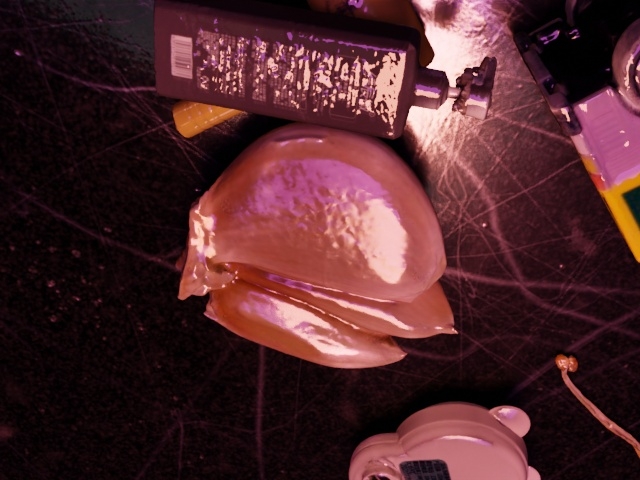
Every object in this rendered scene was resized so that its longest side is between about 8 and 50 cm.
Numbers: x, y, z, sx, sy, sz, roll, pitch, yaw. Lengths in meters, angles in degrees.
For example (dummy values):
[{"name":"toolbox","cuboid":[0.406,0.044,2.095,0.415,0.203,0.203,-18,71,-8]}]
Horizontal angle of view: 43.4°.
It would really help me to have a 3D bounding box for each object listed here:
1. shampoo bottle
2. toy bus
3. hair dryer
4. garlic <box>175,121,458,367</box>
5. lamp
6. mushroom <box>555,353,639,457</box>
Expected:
[{"name":"shampoo bottle","cuboid":[0.002,-0.156,0.738,0.310,0.071,0.098,12,125,7]},{"name":"toy bus","cuboid":[0.433,-0.183,0.724,0.440,0.209,0.249,-28,117,17]},{"name":"hair dryer","cuboid":[-0.039,-0.186,0.816,0.279,0.090,0.135,-22,118,20]},{"name":"garlic","cuboid":[0.000,0.001,0.890,0.325,0.132,0.279,9,121,-1]},{"name":"lamp","cuboid":[0.159,0.291,1.067,0.246,0.108,0.179,-11,115,10]},{"name":"mushroom","cuboid":[0.392,0.245,1.086,0.286,0.028,0.026,49,68,-24]}]
